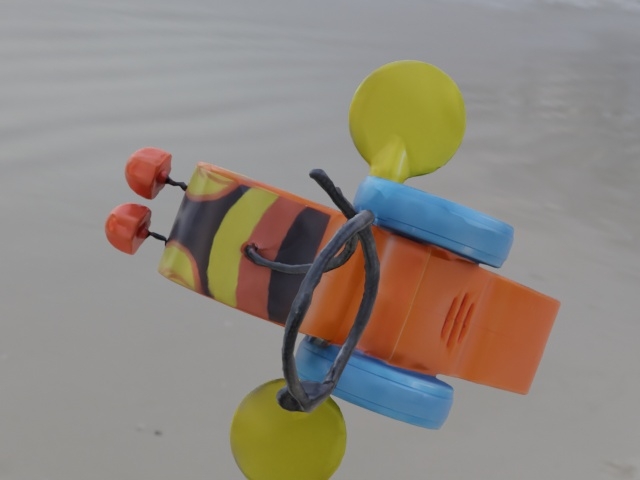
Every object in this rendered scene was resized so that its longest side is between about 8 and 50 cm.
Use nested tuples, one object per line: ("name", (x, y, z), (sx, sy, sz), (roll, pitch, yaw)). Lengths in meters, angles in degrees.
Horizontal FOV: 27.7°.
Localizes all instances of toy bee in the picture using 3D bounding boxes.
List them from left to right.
("toy bee", (0.000, 0.000, 0.567), (0.162, 0.195, 0.298), (22, -20, 25))
